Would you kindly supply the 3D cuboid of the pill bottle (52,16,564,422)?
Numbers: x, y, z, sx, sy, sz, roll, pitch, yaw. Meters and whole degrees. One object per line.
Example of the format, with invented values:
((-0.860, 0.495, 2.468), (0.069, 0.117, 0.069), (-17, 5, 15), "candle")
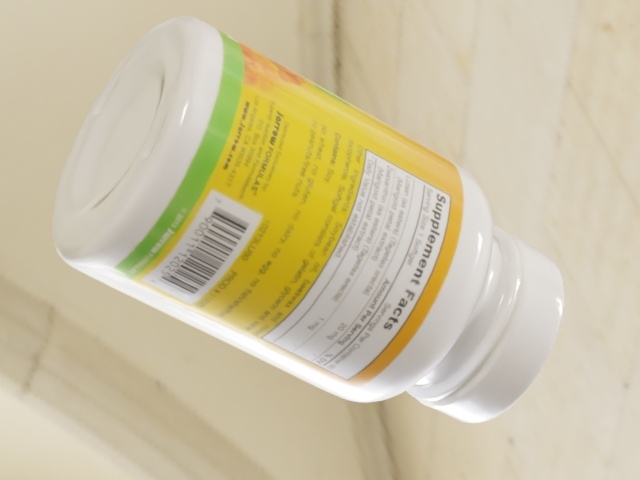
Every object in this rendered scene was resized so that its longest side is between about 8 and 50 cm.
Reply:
((0.000, 0.000, 1.003), (0.245, 0.136, 0.136), (28, -58, -24), "pill bottle")
